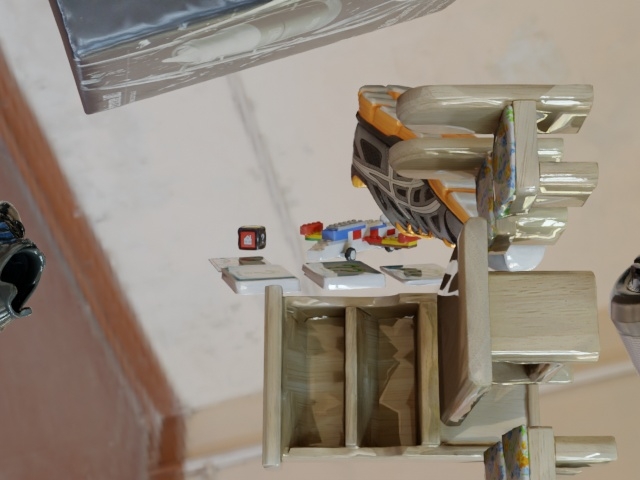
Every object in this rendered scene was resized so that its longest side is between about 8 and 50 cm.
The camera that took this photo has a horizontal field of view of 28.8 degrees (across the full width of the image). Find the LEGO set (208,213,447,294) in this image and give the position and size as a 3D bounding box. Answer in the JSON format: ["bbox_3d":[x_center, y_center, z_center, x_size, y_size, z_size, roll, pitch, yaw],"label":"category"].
[{"bbox_3d":[0.000,0.000,1.049,0.244,0.182,0.060,-149,-123,-76],"label":"LEGO set"}]

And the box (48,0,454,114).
[{"bbox_3d":[-0.066,-0.352,1.290,0.480,0.471,0.297,179,-105,-81],"label":"box"}]

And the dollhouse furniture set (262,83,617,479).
[{"bbox_3d":[0.046,0.057,0.652,0.242,0.161,0.212,89,1,-74],"label":"dollhouse furniture set"}]

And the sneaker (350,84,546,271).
[{"bbox_3d":[0.087,-0.033,0.879,0.215,0.084,0.083,52,-47,49],"label":"sneaker"}]

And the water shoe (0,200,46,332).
[{"bbox_3d":[-0.308,0.025,1.251,0.203,0.080,0.073,-94,161,-53],"label":"water shoe"}]

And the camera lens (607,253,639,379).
[{"bbox_3d":[0.439,0.121,1.275,0.274,0.219,0.219,63,9,-8],"label":"camera lens"}]
